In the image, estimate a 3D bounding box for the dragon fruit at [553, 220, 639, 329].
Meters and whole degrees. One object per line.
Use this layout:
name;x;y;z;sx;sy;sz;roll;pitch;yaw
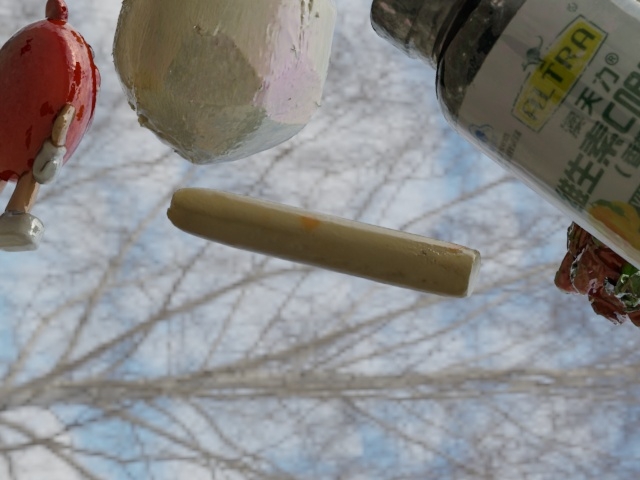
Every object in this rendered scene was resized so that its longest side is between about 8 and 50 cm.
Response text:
dragon fruit;0.280;0.009;1.282;0.236;0.135;0.137;30;79;-83

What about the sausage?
sausage;0.000;0.000;0.612;0.132;0.024;0.024;13;-78;13

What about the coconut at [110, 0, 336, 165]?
coconut;-0.097;-0.189;1.486;0.227;0.227;0.230;6;-93;57

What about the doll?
doll;-0.240;-0.089;1.203;0.183;0.085;0.217;-6;-114;50

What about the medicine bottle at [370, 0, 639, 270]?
medicine bottle;0.169;-0.082;0.862;0.293;0.141;0.141;39;-55;16
